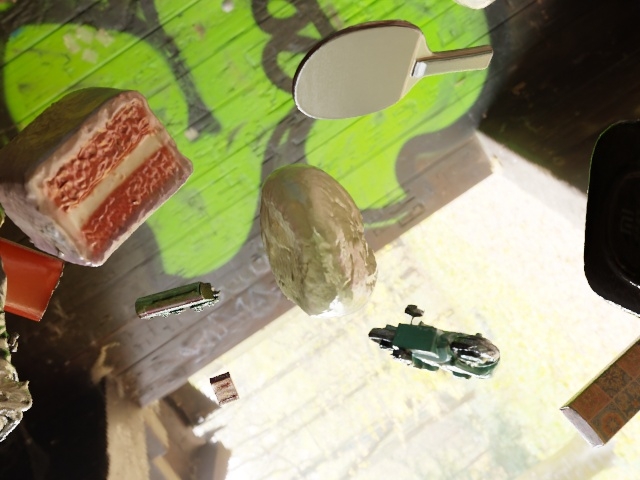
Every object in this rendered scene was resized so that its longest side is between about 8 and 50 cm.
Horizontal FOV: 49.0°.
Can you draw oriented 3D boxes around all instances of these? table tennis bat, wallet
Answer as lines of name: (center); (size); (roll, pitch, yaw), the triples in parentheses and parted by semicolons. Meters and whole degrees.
table tennis bat: (0.104, -0.239, 0.974); (0.173, 0.301, 0.022); (104, 148, -56)
wallet: (-0.662, 0.073, 1.476); (0.204, 0.142, 0.045); (26, 171, -31)

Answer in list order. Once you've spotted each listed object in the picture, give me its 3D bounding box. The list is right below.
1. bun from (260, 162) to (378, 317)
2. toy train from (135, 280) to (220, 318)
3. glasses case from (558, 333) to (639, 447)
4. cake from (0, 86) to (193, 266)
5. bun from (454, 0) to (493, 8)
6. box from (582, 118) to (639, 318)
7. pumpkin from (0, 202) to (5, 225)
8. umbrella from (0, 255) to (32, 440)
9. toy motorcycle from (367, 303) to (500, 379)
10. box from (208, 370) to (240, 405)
bun: (0.000, 0.000, 1.561); (0.361, 0.213, 0.361); (52, 154, 39)
toy train: (-0.241, 0.104, 1.199); (0.071, 0.148, 0.038); (21, -125, -64)
glasses case: (0.464, 0.211, 1.050); (0.075, 0.218, 0.049); (50, 163, 14)
cake: (-0.437, -0.126, 1.323); (0.230, 0.308, 0.237); (9, 141, 43)
bun: (0.168, -0.372, 0.741); (0.116, 0.210, 0.237); (30, 133, 32)
box: (0.351, -0.012, 0.707); (0.201, 0.042, 0.212); (27, 120, 60)
pumpkin: (-0.485, 0.006, 0.733); (0.139, 0.317, 0.221); (49, -165, -29)
umbrella: (-0.440, 0.102, 0.888); (0.113, 0.106, 0.357); (17, -150, -37)
toy motorcycle: (0.236, 0.207, 1.354); (0.297, 0.109, 0.198); (2, 157, 45)
box: (-0.226, 0.350, 1.659); (0.023, 0.052, 0.082); (-115, 8, -53)
